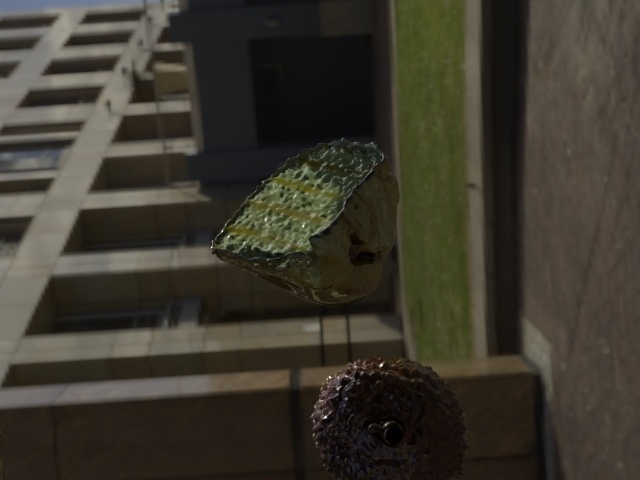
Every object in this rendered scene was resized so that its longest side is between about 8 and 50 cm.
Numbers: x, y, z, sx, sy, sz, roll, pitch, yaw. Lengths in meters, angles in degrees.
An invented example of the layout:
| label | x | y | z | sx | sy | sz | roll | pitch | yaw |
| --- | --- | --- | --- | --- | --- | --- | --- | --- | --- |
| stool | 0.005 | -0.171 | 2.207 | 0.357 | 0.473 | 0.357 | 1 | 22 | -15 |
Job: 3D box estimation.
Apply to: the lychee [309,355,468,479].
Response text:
| label | x | y | z | sx | sy | sz | roll | pitch | yaw |
| --- | --- | --- | --- | --- | --- | --- | --- | --- | --- |
| lychee | 0.084 | 0.229 | 1.318 | 0.238 | 0.200 | 0.200 | 80 | -174 | -77 |

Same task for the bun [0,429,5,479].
| label | x | y | z | sx | sy | sz | roll | pitch | yaw |
| --- | --- | --- | --- | --- | --- | --- | --- | --- | --- |
| bun | -0.455 | 0.207 | 1.108 | 0.202 | 0.364 | 0.364 | -35 | -51 | -47 |

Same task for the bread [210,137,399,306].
| label | x | y | z | sx | sy | sz | roll | pitch | yaw |
| --- | --- | --- | --- | --- | --- | --- | --- | --- | --- |
| bread | -0.003 | 0.005 | 0.845 | 0.156 | 0.103 | 0.110 | -43 | -44 | -34 |
